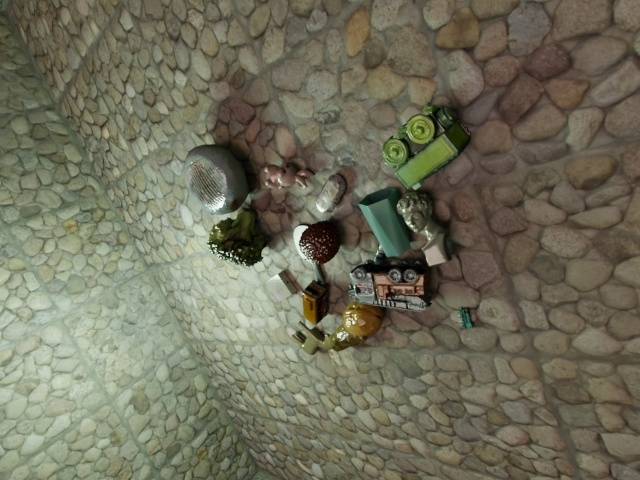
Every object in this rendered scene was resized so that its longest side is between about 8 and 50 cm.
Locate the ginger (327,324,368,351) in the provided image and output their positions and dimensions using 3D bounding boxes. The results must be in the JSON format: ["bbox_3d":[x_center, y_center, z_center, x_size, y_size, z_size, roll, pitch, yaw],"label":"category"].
[{"bbox_3d":[0.126,0.463,1.972,0.263,0.116,0.110,-41,45,51],"label":"ginger"}]

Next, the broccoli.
[{"bbox_3d":[-0.405,-0.023,2.065,0.293,0.348,0.281,20,100,-17],"label":"broccoli"}]

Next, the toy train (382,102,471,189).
[{"bbox_3d":[0.326,-0.298,1.292,0.188,0.159,0.271,50,137,-4],"label":"toy train"}]

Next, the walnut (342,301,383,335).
[{"bbox_3d":[0.184,0.344,1.807,0.206,0.159,0.159,-12,107,49],"label":"walnut"}]

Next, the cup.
[{"bbox_3d":[0.248,-0.060,1.520,0.147,0.134,0.236,-17,110,17],"label":"cup"}]

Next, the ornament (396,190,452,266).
[{"bbox_3d":[0.373,-0.045,1.423,0.120,0.130,0.285,-32,93,22],"label":"ornament"}]

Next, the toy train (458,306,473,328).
[{"bbox_3d":[0.551,0.295,1.551,0.045,0.029,0.092,-6,110,35],"label":"toy train"}]

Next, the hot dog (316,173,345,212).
[{"bbox_3d":[0.042,-0.191,1.679,0.099,0.053,0.192,40,132,13],"label":"hot dog"}]

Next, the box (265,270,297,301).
[{"bbox_3d":[-0.207,0.242,2.163,0.129,0.051,0.130,55,137,0],"label":"box"}]

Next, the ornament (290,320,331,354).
[{"bbox_3d":[-0.032,0.529,2.180,0.244,0.061,0.231,39,133,17],"label":"ornament"}]

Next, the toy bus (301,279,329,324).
[{"bbox_3d":[-0.029,0.303,1.990,0.098,0.114,0.201,26,137,29],"label":"toy bus"}]

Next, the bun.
[{"bbox_3d":[-0.487,-0.297,1.960,0.361,0.211,0.363,23,128,33],"label":"bun"}]

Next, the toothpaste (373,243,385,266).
[{"bbox_3d":[0.240,0.090,1.692,0.061,0.037,0.216,28,136,21],"label":"toothpaste"}]

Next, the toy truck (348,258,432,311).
[{"bbox_3d":[0.259,0.178,1.598,0.337,0.133,0.185,-2,104,29],"label":"toy truck"}]

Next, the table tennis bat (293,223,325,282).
[{"bbox_3d":[-0.039,0.065,1.928,0.173,0.022,0.302,-6,110,43],"label":"table tennis bat"}]

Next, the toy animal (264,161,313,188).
[{"bbox_3d":[-0.138,-0.283,1.739,0.212,0.124,0.125,-1,114,35],"label":"toy animal"}]

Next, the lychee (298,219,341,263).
[{"bbox_3d":[0.000,0.000,1.750,0.188,0.188,0.188,21,128,30],"label":"lychee"}]
